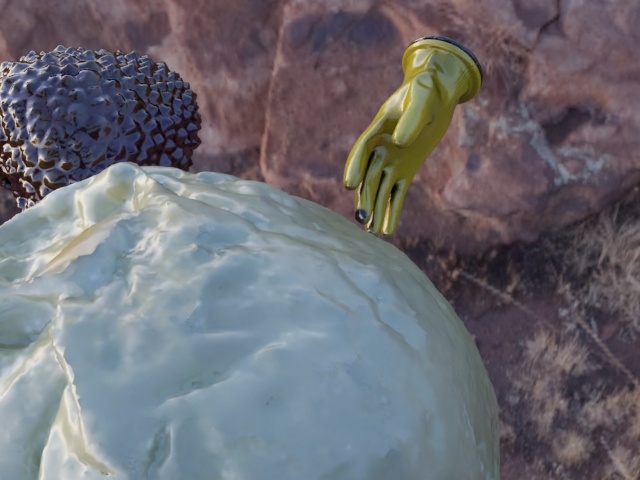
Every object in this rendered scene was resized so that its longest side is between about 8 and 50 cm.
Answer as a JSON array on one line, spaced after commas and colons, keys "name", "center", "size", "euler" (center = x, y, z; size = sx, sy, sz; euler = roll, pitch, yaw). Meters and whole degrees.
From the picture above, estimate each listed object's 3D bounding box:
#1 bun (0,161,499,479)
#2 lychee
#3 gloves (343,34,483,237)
[{"name": "bun", "center": [-0.087, 0.084, 0.512], "size": [0.353, 0.227, 0.349], "euler": [15, 42, 43]}, {"name": "lychee", "center": [-0.270, -0.125, 1.149], "size": [0.272, 0.271, 0.271], "euler": [-3, 58, 5]}, {"name": "gloves", "center": [0.112, -0.126, 1.242], "size": [0.116, 0.133, 0.294], "euler": [-2, 48, 41]}]
